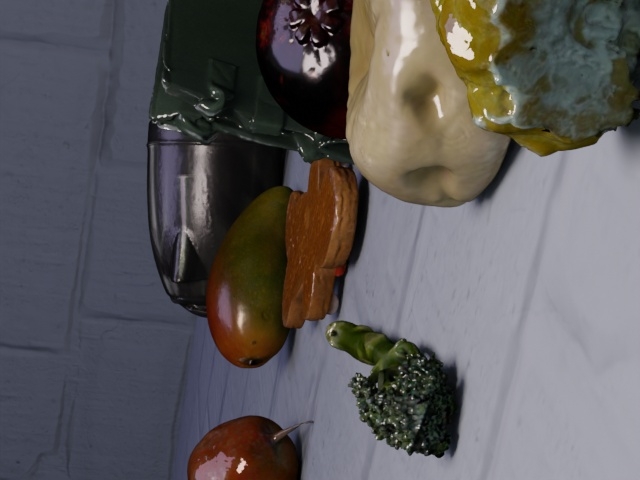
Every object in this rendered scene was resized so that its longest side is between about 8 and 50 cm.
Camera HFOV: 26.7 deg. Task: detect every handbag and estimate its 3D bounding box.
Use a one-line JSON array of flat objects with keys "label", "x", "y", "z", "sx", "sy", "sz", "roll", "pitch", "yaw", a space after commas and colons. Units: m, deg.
[{"label": "handbag", "x": -0.057, "y": -0.197, "z": 1.494, "sx": 0.260, "sy": 0.247, "sz": 0.079, "roll": -91, "pitch": 19, "yaw": -44}]

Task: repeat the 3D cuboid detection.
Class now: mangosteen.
[{"label": "mangosteen", "x": 0.031, "y": -0.179, "z": 1.234, "sx": 0.200, "sy": 0.200, "sz": 0.200, "roll": -173, "pitch": 90, "yaw": -81}]

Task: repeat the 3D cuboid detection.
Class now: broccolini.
[{"label": "broccolini", "x": 0.040, "y": 0.116, "z": 1.178, "sx": 0.392, "sy": 0.074, "sz": 0.079, "roll": -171, "pitch": 95, "yaw": -80}]

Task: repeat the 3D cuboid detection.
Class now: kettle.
[{"label": "kettle", "x": -0.169, "y": -0.032, "z": 2.283, "sx": 0.321, "sy": 0.228, "sz": 0.324, "roll": 6, "pitch": -94, "yaw": -73}]

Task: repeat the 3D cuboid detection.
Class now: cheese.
[{"label": "cheese", "x": 0.082, "y": -0.133, "z": 0.986, "sx": 0.235, "sy": 0.117, "sz": 0.218, "roll": -133, "pitch": 49, "yaw": -83}]

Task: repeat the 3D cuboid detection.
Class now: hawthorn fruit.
[{"label": "hawthorn fruit", "x": -0.096, "y": 0.279, "z": 1.711, "sx": 0.149, "sy": 0.149, "sz": 0.189, "roll": -100, "pitch": 18, "yaw": -61}]

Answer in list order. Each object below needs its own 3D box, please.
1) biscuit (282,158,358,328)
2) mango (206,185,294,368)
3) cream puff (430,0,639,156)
[{"label": "biscuit", "x": 0.003, "y": 0.000, "z": 1.595, "sx": 0.324, "sy": 0.049, "sz": 0.205, "roll": 121, "pitch": 154, "yaw": -70}, {"label": "mango", "x": -0.094, "y": 0.053, "z": 1.939, "sx": 0.289, "sy": 0.129, "sz": 0.146, "roll": -80, "pitch": 2, "yaw": -46}, {"label": "cream puff", "x": 0.119, "y": -0.127, "z": 0.724, "sx": 0.156, "sy": 0.121, "sz": 0.156, "roll": -177, "pitch": 90, "yaw": -86}]
